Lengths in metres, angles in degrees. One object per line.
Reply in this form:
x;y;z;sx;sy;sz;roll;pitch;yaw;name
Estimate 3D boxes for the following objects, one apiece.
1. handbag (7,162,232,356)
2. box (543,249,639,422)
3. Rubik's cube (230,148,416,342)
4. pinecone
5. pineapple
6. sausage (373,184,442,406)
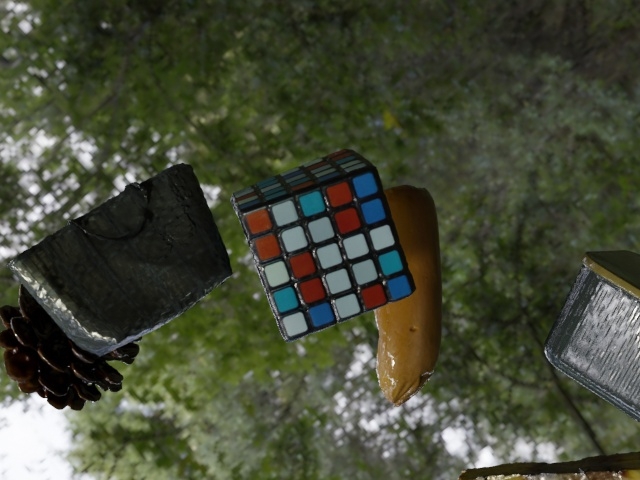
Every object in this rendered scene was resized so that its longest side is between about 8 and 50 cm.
-0.233;0.026;1.366;0.175;0.270;0.089;58;151;-1;handbag
0.279;0.093;0.826;0.201;0.090;0.144;33;-162;27;box
0.000;0.000;1.431;0.182;0.187;0.184;-126;13;-77;Rubik's cube
-0.331;0.123;1.500;0.208;0.208;0.207;47;-165;-16;pinecone
0.244;0.268;1.014;0.079;0.233;0.135;-3;-96;-78;pineapple
0.139;0.090;1.775;0.134;0.116;0.353;10;-105;-63;sausage
